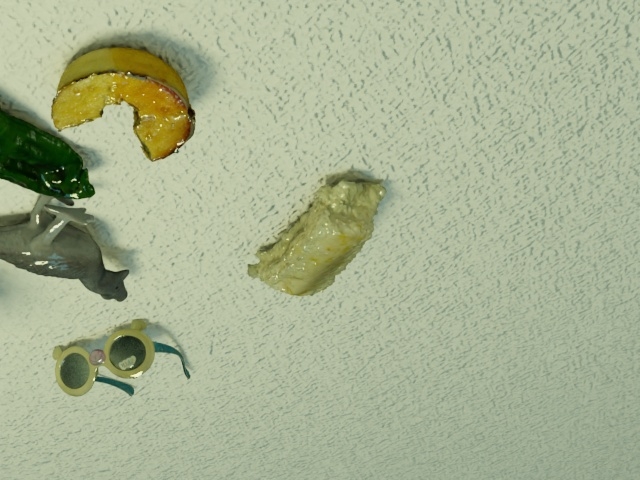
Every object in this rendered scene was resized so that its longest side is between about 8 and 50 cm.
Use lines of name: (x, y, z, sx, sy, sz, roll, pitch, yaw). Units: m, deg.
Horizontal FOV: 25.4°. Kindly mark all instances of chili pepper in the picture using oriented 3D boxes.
chili pepper: (-0.386, -0.117, 1.809, 0.100, 0.074, 0.257, -25, 150, 22)

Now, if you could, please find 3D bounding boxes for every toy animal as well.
toy animal: (-0.392, -0.003, 1.982, 0.367, 0.081, 0.206, 18, 139, -30)

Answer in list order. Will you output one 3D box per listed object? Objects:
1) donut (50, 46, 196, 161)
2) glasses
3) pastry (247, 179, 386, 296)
donut: (-0.234, -0.175, 1.738, 0.181, 0.078, 0.146, 18, 140, -27)
glasses: (-0.318, 0.231, 2.382, 0.189, 0.088, 0.220, -20, 147, 19)
pastry: (0.004, 0.001, 2.078, 0.121, 0.089, 0.258, -2, 154, -34)
